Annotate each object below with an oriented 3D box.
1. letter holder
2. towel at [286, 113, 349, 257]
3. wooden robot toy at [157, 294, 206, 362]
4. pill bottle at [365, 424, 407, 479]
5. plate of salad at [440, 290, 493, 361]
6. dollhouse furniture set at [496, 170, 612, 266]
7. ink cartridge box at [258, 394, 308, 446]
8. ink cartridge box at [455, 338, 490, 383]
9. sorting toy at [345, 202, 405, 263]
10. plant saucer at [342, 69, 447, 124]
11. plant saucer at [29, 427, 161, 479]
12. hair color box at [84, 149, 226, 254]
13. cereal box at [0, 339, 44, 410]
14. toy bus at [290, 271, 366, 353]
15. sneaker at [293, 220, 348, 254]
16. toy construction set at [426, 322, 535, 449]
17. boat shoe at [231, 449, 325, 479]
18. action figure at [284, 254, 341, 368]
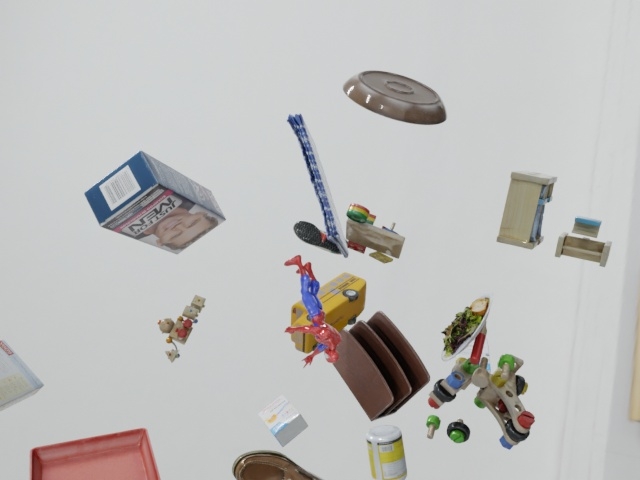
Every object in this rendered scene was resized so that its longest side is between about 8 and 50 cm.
[{"bbox_3d":[0.190,0.405,2.213,0.214,0.301,0.152,-49,-28,25],"label":"letter holder"},{"bbox_3d":[-0.002,-0.132,1.661,0.243,0.040,0.335,51,-159,-75],"label":"towel"},{"bbox_3d":[-0.328,0.189,1.506,0.076,0.079,0.173,114,179,-61],"label":"wooden robot toy"},{"bbox_3d":[0.190,0.625,1.876,0.103,0.103,0.184,-85,-13,-85],"label":"pill bottle"},{"bbox_3d":[0.337,0.196,1.568,0.199,0.048,0.200,-56,1,2],"label":"plate of salad"},{"bbox_3d":[0.431,-0.045,1.189,0.129,0.184,0.129,-16,-62,-63],"label":"dollhouse furniture set"},{"bbox_3d":[-0.128,0.564,2.117,0.061,0.104,0.181,60,164,-25],"label":"ink cartridge box"},{"bbox_3d":[0.481,0.379,2.104,0.180,0.104,0.060,-66,-25,-63],"label":"ink cartridge box"},{"bbox_3d":[0.127,-0.016,1.495,0.274,0.133,0.046,84,-152,-72],"label":"sorting toy"},{"bbox_3d":[0.218,-0.415,1.883,0.310,0.311,0.050,-80,5,-60],"label":"plant saucer"},{"bbox_3d":[-0.488,0.513,1.436,0.259,0.259,0.047,-145,53,-63],"label":"plant saucer"},{"bbox_3d":[-0.392,-0.081,1.633,0.105,0.174,0.347,59,-171,19],"label":"hair color box"},{"bbox_3d":[-0.832,0.348,1.679,0.047,0.173,0.240,-44,-5,8],"label":"cereal box"},{"bbox_3d":[0.020,0.215,2.030,0.333,0.130,0.108,-29,-48,-46],"label":"toy bus"},{"bbox_3d":[0.000,0.000,1.804,0.075,0.161,0.057,78,-145,-76],"label":"sneaker"},{"bbox_3d":[0.409,0.330,1.646,0.237,0.258,0.308,-58,-30,-51],"label":"toy construction set"},{"bbox_3d":[-0.076,0.624,1.693,0.110,0.308,0.104,-65,23,-2],"label":"boat shoe"},{"bbox_3d":[-0.040,0.187,1.591,0.091,0.139,0.280,35,-156,-52],"label":"action figure"}]
